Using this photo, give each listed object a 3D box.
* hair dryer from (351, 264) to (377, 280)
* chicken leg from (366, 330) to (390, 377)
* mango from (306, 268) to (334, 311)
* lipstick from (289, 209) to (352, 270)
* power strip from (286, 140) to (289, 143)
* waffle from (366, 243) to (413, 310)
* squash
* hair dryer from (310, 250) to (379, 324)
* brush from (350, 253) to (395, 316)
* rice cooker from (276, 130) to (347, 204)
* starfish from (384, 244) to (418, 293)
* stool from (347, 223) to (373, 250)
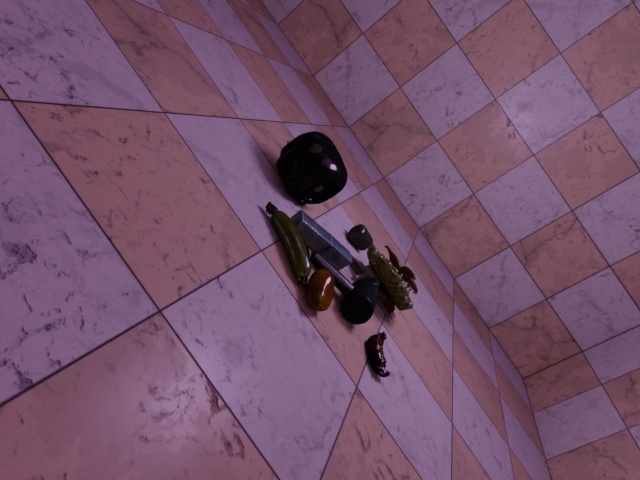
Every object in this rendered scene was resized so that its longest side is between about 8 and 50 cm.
[{"bbox_3d":[0.171,0.141,1.876,0.124,0.038,0.063,-10,62,-35],"label":"hair dryer"},{"bbox_3d":[0.205,0.380,1.605,0.106,0.051,0.253,57,19,-13],"label":"chicken leg"},{"bbox_3d":[-0.004,0.162,1.436,0.159,0.084,0.105,-63,144,-49],"label":"mango"},{"bbox_3d":[0.000,0.000,1.689,0.289,0.076,0.077,42,26,-33],"label":"lipstick"},{"bbox_3d":[-0.101,-0.368,2.027,0.175,0.075,0.042,55,22,-3],"label":"power strip"},{"bbox_3d":[0.283,0.164,1.934,0.317,0.073,0.297,53,-9,21],"label":"waffle"},{"bbox_3d":[-0.090,0.007,1.485,0.080,0.071,0.319,16,44,-59],"label":"squash"},{"bbox_3d":[0.086,0.136,1.658,0.302,0.116,0.244,47,18,-2],"label":"hair dryer"},{"bbox_3d":[0.214,0.179,1.936,0.321,0.050,0.060,54,24,-2],"label":"brush"},{"bbox_3d":[-0.031,-0.275,1.807,0.267,0.267,0.225,23,45,-55],"label":"rice cooker"},{"bbox_3d":[0.331,0.127,1.945,0.241,0.043,0.227,62,-23,-3],"label":"starfish"},{"bbox_3d":[0.184,-0.013,2.096,0.110,0.096,0.096,51,21,-23],"label":"stool"}]
